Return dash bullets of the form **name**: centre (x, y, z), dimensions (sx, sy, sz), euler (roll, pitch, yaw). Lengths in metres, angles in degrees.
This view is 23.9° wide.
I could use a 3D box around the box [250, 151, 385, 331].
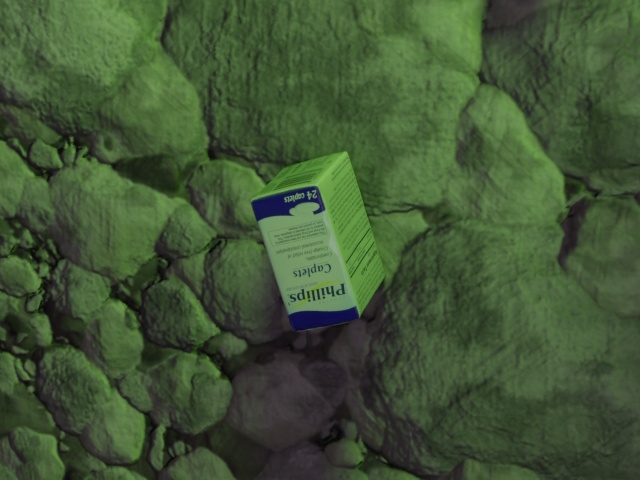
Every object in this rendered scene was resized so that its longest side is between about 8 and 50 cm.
- **box**: centre (0.000, 0.000, 1.448), dimensions (0.072, 0.126, 0.137), euler (-14, 103, 18)
